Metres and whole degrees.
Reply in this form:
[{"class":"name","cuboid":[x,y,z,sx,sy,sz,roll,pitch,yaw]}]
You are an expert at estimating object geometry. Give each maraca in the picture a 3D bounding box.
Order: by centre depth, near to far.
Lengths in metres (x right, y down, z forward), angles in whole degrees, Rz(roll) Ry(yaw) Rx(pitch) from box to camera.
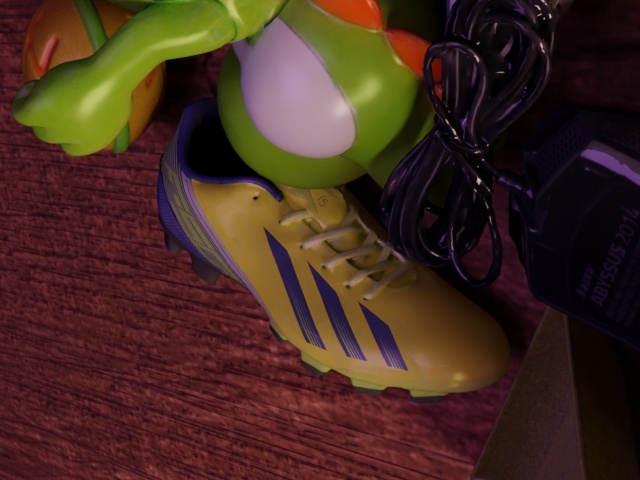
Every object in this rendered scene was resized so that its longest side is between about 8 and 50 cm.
[{"class":"maraca","cuboid":[-0.165,-0.125,0.944,0.186,0.099,0.127,-166,62,-74]}]

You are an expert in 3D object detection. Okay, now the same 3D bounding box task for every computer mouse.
[{"class":"computer mouse","cuboid":[0.169,-0.010,0.613,0.272,0.072,0.188,32,138,14]}]

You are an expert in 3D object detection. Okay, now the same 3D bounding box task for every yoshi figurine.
[{"class":"yoshi figurine","cuboid":[-0.065,-0.136,0.705,0.362,0.203,0.203,39,109,-20]}]

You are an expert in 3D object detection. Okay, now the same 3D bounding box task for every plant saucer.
[{"class":"plant saucer","cuboid":[0.131,0.152,0.725,0.045,0.188,0.188,12,130,-5]}]

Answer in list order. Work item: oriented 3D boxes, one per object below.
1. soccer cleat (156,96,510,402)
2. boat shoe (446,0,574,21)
[{"class":"soccer cleat","cuboid":[-0.001,0.000,0.824,0.289,0.093,0.121,31,125,34]},{"class":"boat shoe","cuboid":[0.094,-0.213,0.611,0.084,0.095,0.258,33,122,39]}]
